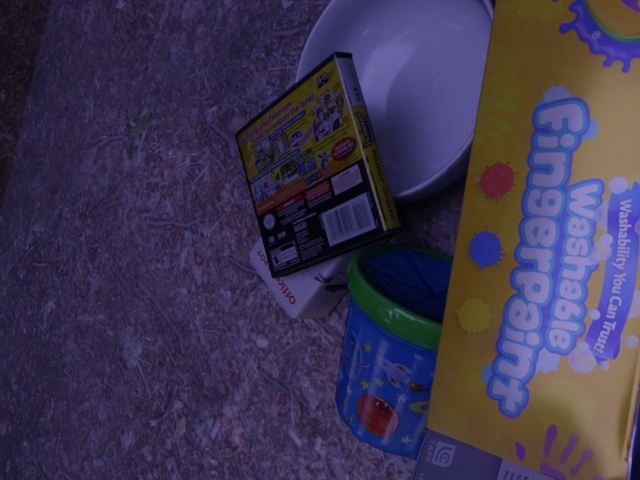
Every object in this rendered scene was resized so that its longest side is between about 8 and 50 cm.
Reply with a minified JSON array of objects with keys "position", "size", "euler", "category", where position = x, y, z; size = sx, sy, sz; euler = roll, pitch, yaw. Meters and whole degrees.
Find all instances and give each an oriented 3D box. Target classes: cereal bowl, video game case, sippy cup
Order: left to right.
[{"position":[-0.018,-0.093,0.848],"size":[0.274,0.035,0.248],"euler":[-23,80,50],"category":"video game case"},{"position":[0.128,-0.218,0.849],"size":[0.338,0.141,0.339],"euler":[-4,84,40],"category":"cereal bowl"},{"position":[0.125,0.153,0.782],"size":[0.240,0.305,0.224],"euler":[20,113,10],"category":"sippy cup"}]

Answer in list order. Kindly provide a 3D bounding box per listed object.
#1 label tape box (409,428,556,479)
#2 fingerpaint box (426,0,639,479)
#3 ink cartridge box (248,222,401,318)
[{"position":[0.280,0.291,0.509],"size":[0.347,0.249,0.115],"euler":[0,58,50],"category":"label tape box"},{"position":[0.286,-0.042,0.559],"size":[0.163,0.371,0.445],"euler":[11,94,39],"category":"fingerpaint box"},{"position":[0.000,0.000,0.965],"size":[0.219,0.092,0.160],"euler":[-53,57,24],"category":"ink cartridge box"}]
